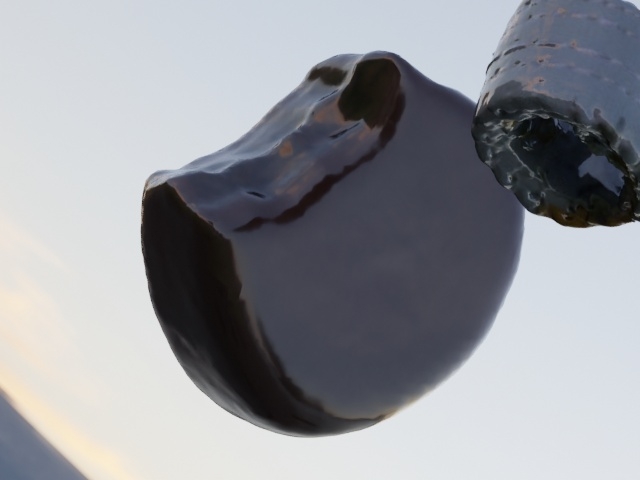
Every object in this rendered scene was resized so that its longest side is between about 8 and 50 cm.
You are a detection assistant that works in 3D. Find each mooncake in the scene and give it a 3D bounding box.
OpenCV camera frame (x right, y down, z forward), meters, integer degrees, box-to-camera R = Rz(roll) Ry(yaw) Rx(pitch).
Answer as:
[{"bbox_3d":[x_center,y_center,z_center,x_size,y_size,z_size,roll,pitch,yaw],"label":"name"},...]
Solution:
[{"bbox_3d":[0.000,0.000,1.502,0.334,0.325,0.174,26,-3,-35],"label":"mooncake"}]

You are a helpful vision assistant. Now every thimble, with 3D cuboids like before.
[{"bbox_3d":[0.180,-0.090,1.225,0.127,0.118,0.151,1,-36,34],"label":"thimble"}]
